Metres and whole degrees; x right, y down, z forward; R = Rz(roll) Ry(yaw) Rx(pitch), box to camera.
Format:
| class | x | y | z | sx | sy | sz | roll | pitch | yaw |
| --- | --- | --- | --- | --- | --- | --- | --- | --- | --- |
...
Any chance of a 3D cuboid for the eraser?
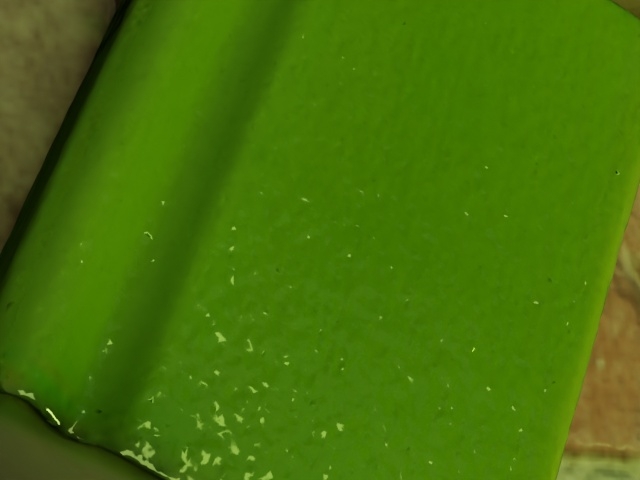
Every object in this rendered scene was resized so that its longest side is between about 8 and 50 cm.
| class | x | y | z | sx | sy | sz | roll | pitch | yaw |
| --- | --- | --- | --- | --- | --- | --- | --- | --- | --- |
| eraser | 0.000 | 0.000 | 0.672 | 0.210 | 0.092 | 0.274 | 30 | 61 | -13 |

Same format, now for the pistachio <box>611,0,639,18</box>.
| class | x | y | z | sx | sy | sz | roll | pitch | yaw |
| --- | --- | --- | --- | --- | --- | --- | --- | --- | --- |
| pistachio | 0.102 | -0.148 | 0.769 | 0.149 | 0.113 | 0.113 | 37 | 60 | -27 |
